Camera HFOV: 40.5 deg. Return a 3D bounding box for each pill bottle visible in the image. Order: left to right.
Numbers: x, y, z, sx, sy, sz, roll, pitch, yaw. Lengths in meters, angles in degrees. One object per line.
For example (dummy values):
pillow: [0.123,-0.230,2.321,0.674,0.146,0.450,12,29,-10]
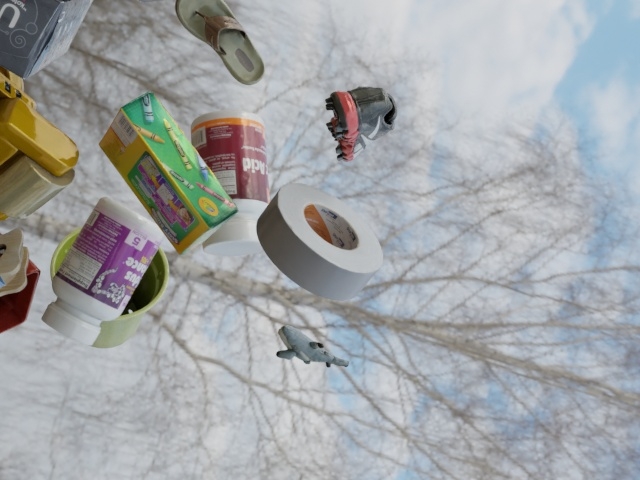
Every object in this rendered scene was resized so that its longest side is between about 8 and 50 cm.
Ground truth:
pill bottle: [-0.481,0.070,1.905,0.301,0.169,0.169,-61,-159,-5]
pill bottle: [-0.262,-0.165,2.553,0.224,0.224,0.392,-29,-117,60]

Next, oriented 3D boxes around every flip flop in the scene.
flip flop: [-0.224,-0.476,2.030,0.112,0.277,0.080,-43,-153,-7]

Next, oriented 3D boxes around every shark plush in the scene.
shark plush: [-0.018,0.220,1.721,0.067,0.161,0.073,-45,-169,50]

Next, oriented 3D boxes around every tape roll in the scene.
tape roll: [0.000,0.000,1.497,0.072,0.219,0.219,-51,-152,27]

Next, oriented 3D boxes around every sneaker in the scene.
sneaker: [0.082,-0.227,1.686,0.276,0.135,0.098,89,-18,-79]

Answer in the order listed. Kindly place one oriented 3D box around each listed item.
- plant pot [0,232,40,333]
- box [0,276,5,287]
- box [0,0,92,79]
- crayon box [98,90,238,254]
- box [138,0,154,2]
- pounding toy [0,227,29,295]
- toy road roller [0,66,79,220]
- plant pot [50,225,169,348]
plant pot: [-0.848,0.093,2.025,0.236,0.267,0.267,53,-39,13]
box: [-0.670,0.126,1.487,0.233,0.044,0.159,-22,-167,35]
box: [-0.486,-0.385,1.411,0.143,0.165,0.270,-57,-166,17]
crayon box: [-0.294,-0.123,1.658,0.081,0.278,0.165,-38,-178,-34]
box: [-0.301,-0.528,1.586,0.322,0.257,0.079,8,81,-69]
pounding toy: [-0.720,0.073,1.753,0.154,0.269,0.155,60,-21,29]
toy road roller: [-0.611,-0.224,1.616,0.202,0.329,0.241,-31,-146,25]
plant pot: [-0.531,0.136,2.161,0.254,0.276,0.276,115,-18,-53]
